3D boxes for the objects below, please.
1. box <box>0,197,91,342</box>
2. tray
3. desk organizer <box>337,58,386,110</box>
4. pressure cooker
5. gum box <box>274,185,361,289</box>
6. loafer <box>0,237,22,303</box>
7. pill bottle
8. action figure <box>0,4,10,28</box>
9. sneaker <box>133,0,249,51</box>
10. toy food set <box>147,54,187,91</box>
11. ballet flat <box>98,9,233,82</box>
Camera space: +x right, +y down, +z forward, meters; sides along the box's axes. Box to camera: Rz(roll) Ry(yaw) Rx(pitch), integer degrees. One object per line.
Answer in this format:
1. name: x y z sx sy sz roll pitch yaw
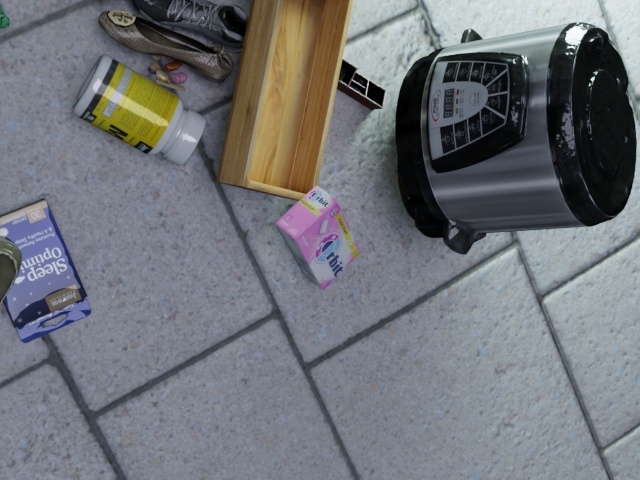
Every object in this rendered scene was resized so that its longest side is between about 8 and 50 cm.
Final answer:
1. box: -0.498 0.056 1.671 0.136 0.036 0.225 -25 104 -18
2. tray: -0.059 -0.287 1.728 0.202 0.076 0.411 11 90 -52
3. desk organizer: 0.069 -0.302 1.850 0.130 0.050 0.047 28 85 -21
4. pressure cooker: 0.331 -0.188 1.778 0.370 0.420 0.376 -45 123 -45
5. gum box: 0.000 0.000 1.802 0.107 0.062 0.188 -43 143 -12
6. loafer: -0.573 0.109 1.584 0.094 0.087 0.251 29 103 -28
7. pill bottle: -0.312 -0.222 1.671 0.208 0.119 0.119 29 84 -21
8. action figure: -0.608 -0.423 1.567 0.232 0.063 0.137 38 79 -16
9. sneaker: -0.209 -0.404 1.688 0.228 0.132 0.086 17 89 -22
10. toy food set: -0.272 -0.309 1.704 0.077 0.019 0.122 14 47 -29
11. ballet flat: -0.265 -0.350 1.683 0.249 0.058 0.084 22 43 -22
